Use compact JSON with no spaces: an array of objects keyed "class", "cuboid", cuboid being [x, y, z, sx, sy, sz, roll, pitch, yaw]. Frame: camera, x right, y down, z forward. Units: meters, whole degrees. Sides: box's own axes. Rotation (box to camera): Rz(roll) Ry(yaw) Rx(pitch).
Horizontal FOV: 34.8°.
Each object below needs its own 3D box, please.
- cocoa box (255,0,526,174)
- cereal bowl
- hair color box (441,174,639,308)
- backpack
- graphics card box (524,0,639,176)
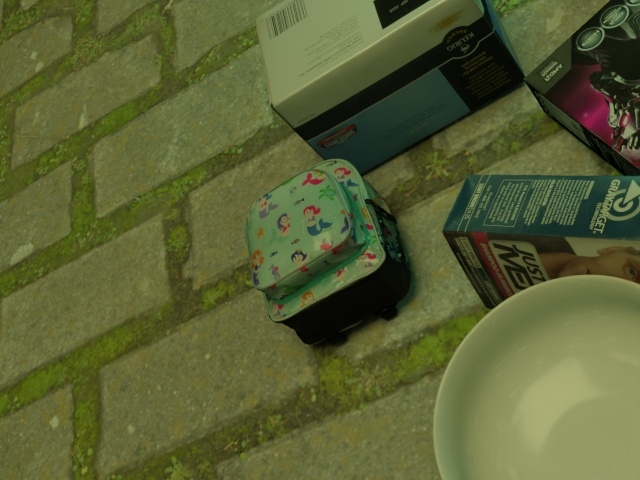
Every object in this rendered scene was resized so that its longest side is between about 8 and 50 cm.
[{"class":"cocoa box","cuboid":[0.107,-0.305,1.631,0.347,0.228,0.231,-29,47,19]},{"class":"cereal bowl","cuboid":[0.307,0.219,1.184,0.338,0.141,0.339,-19,51,25]},{"class":"hair color box","cuboid":[0.344,0.012,1.266,0.347,0.174,0.105,3,53,38]},{"class":"backpack","cuboid":[0.000,0.000,1.545,0.225,0.191,0.254,-30,42,19]},{"class":"graphics card box","cuboid":[0.475,-0.188,1.370,0.233,0.094,0.371,-42,44,6]}]
